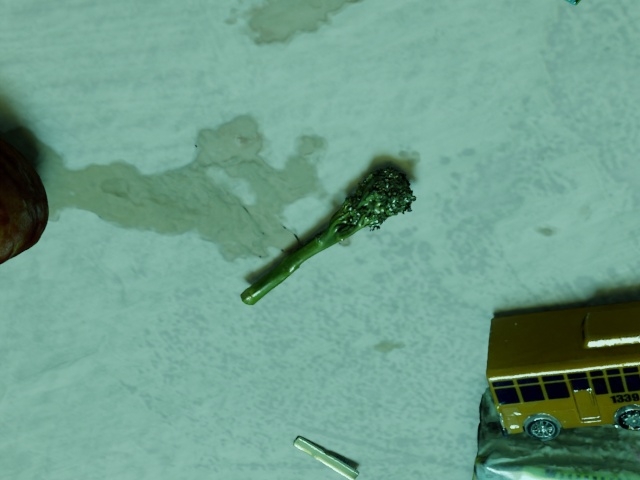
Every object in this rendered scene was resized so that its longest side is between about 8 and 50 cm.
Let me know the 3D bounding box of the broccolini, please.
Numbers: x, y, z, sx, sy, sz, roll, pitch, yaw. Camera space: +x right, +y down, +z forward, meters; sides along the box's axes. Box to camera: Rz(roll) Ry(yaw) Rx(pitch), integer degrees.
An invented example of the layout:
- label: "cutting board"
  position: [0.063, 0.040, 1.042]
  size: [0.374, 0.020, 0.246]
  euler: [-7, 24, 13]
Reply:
- label: "broccolini"
  position: [0.000, 0.000, 1.621]
  size: [0.239, 0.054, 0.051]
  euler: [-34, 83, 36]

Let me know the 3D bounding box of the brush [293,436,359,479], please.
- label: "brush"
  position: [0.007, 0.246, 1.862]
  size: [0.084, 0.013, 0.016]
  euler: [31, 125, -8]

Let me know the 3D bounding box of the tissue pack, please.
- label: "tissue pack"
  position: [0.272, 0.309, 1.800]
  size: [0.228, 0.128, 0.311]
  euler: [6, 134, 4]

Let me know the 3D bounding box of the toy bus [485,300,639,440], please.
- label: "toy bus"
  position: [0.273, 0.124, 1.652]
  size: [0.201, 0.098, 0.114]
  euler: [-8, 130, 18]

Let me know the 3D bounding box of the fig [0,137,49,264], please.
- label: "fig"
  position: [-0.384, -0.077, 1.553]
  size: [0.145, 0.170, 0.274]
  euler: [-40, 99, 18]

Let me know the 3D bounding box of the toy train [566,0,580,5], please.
- label: "toy train"
  position: [0.257, -0.278, 1.326]
  size: [0.042, 0.044, 0.209]
  euler: [28, 130, -15]
